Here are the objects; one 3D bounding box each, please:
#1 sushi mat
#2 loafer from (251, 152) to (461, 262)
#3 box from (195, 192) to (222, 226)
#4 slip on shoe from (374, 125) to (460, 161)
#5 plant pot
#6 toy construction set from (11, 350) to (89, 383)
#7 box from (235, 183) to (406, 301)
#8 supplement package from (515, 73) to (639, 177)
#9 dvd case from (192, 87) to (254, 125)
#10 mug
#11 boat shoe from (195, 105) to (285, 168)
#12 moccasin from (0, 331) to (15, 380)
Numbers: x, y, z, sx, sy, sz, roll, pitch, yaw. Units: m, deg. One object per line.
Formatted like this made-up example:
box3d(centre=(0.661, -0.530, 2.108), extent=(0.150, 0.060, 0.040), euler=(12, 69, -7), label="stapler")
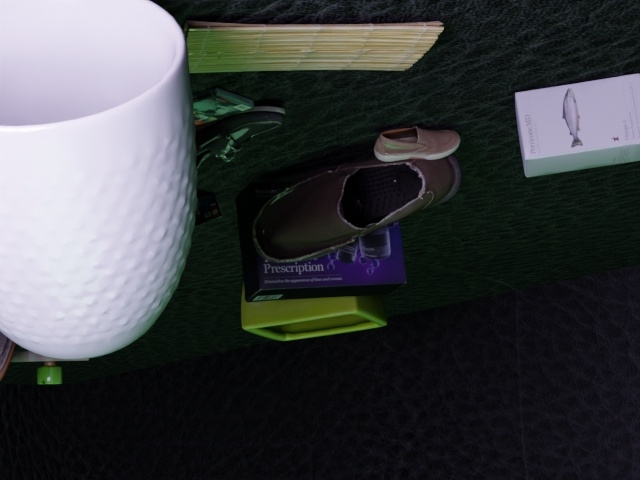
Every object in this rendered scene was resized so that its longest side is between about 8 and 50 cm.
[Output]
box3d(centre=(-0.019, -0.231, 1.697), extent=(0.317, 0.019, 0.151), euler=(-3, 166, -18), label="sushi mat")
box3d(centre=(0.035, -0.064, 2.208), extent=(0.366, 0.133, 0.130), euler=(-25, 177, 24), label="loafer")
box3d(centre=(-0.293, -0.014, 2.322), extent=(0.159, 0.044, 0.233), euler=(-16, -175, 36), label="box")
box3d(centre=(0.147, -0.151, 2.117), extent=(0.135, 0.051, 0.041), euler=(-6, 136, -12), label="slip on shoe")
box3d(centre=(-0.018, 0.063, 2.630), extent=(0.228, 0.207, 0.227), euler=(-10, 168, 15), label="plant pot")
box3d(centre=(-0.420, 0.093, 2.012), extent=(0.258, 0.237, 0.309), euler=(-10, 175, 4), label="toy construction set")
box3d(centre=(0.000, 0.000, 2.399), extent=(0.261, 0.184, 0.103), euler=(-3, 165, -19), label="box")
box3d(centre=(0.374, -0.163, 2.025), extent=(0.179, 0.105, 0.105), euler=(-9, 168, 6), label="supplement package")
box3d(centre=(-0.162, -0.176, 1.896), extent=(0.119, 0.013, 0.087), euler=(-12, 167, 31), label="dvd case")
box3d(centre=(-0.307, -0.041, 1.436), extent=(0.374, 0.276, 0.328), euler=(-15, 130, -17), label="mug")
box3d(centre=(-0.130, -0.137, 1.972), extent=(0.206, 0.064, 0.075), euler=(-15, 165, 34), label="boat shoe")
box3d(centre=(-0.465, 0.028, 1.785), extent=(0.139, 0.380, 0.147), euler=(-8, 149, -27), label="moccasin")
